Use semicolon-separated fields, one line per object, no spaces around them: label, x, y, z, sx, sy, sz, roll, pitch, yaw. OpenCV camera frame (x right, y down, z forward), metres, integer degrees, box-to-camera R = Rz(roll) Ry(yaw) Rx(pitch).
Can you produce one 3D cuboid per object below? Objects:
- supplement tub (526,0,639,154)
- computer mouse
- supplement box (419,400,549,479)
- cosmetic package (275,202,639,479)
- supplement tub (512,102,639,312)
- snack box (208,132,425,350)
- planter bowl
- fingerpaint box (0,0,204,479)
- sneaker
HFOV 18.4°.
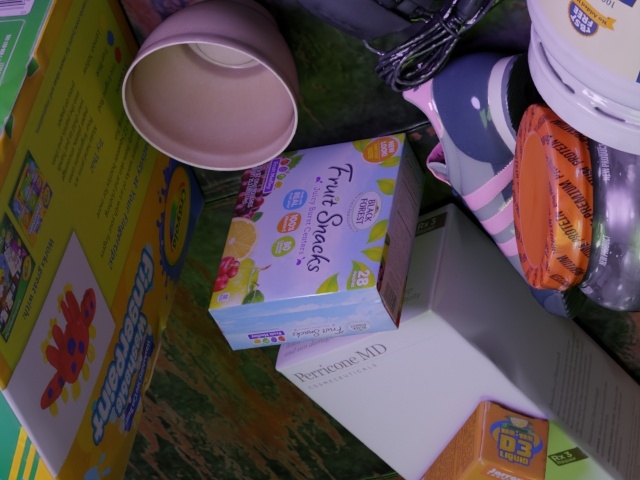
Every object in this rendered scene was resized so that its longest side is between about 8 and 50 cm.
supplement tub;0.291;-0.245;1.540;0.235;0.235;0.325;11;139;1
computer mouse;0.035;-0.246;1.700;0.272;0.072;0.188;34;119;-20
supplement box;0.152;0.260;2.027;0.078;0.080;0.233;19;138;-10
cosmetic package;0.161;0.154;2.078;0.217;0.156;0.385;-25;128;37
supplement tub;0.349;-0.042;1.727;0.338;0.207;0.207;-1;139;-7
snack box;0.000;0.000;1.903;0.174;0.207;0.070;-8;135;22
planter bowl;-0.092;-0.159;1.821;0.162;0.109;0.162;7;139;6
fingerpaint box;-0.276;0.002;1.791;0.163;0.445;0.371;-3;137;18
sneaker;0.177;-0.055;1.894;0.131;0.112;0.319;5;135;31
